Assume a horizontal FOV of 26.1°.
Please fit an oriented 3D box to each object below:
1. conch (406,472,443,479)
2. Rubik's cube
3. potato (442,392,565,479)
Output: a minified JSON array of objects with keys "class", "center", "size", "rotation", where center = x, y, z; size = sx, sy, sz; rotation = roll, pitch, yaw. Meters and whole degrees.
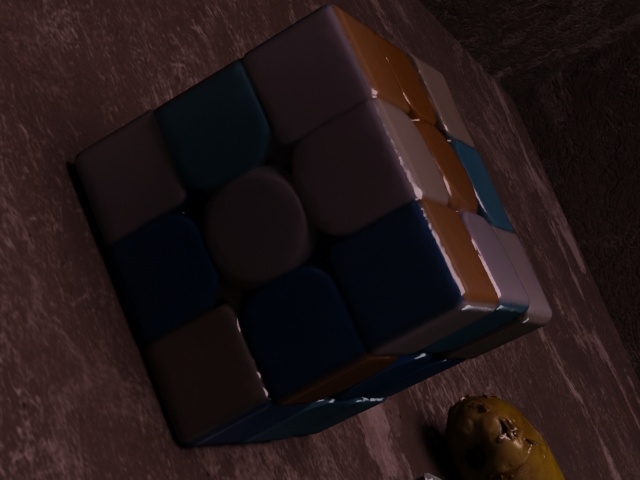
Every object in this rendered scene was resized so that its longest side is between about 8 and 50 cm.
[{"class":"conch","center":[0.155,0.378,1.757],"size":[0.173,0.106,0.116],"rotation":[40,44,-5]},{"class":"Rubik's cube","center":[0.000,0.000,1.511],"size":[0.344,0.347,0.347],"rotation":[14,49,-65]},{"class":"potato","center":[0.282,0.342,2.080],"size":[0.300,0.140,0.173],"rotation":[53,12,-41]}]
